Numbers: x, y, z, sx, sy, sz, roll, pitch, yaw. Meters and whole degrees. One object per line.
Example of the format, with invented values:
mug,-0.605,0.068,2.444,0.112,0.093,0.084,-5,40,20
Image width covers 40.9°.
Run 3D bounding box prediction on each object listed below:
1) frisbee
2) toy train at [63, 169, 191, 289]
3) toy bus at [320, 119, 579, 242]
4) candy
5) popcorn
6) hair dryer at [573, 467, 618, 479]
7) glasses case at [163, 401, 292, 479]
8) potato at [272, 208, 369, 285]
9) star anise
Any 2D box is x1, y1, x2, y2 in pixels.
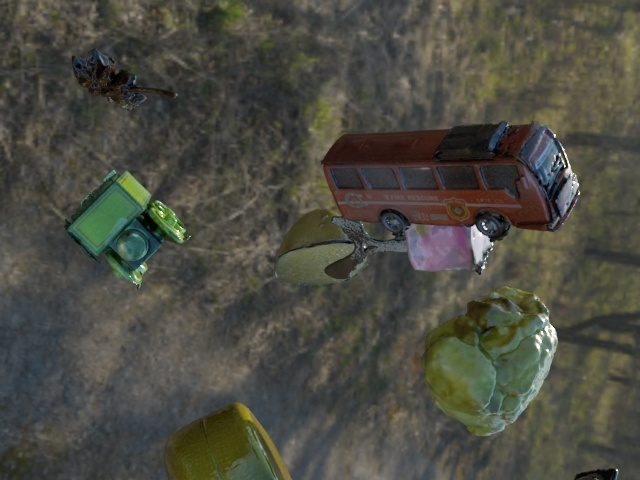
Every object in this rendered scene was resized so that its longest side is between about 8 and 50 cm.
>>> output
frisbee,0.078,-0.001,1.431,0.187,0.211,0.012,50,30,-50
toy train,-0.365,-0.029,1.629,0.159,0.188,0.272,-44,-169,1
toy bus,0.113,-0.056,0.793,0.073,0.234,0.096,-55,130,-34
candy,0.224,-0.071,1.361,0.265,0.115,0.156,-51,136,-53
popcorn,0.261,0.173,1.310,0.225,0.173,0.286,-52,157,-10
hair dryer,0.304,0.422,1.240,0.078,0.248,0.195,47,49,-11
glasses case,-0.125,0.339,1.219,0.173,0.141,0.371,62,-7,22
potato,0.000,0.000,1.647,0.202,0.182,0.117,110,-20,-62
star anise,-0.424,-0.332,1.782,0.177,0.234,0.073,35,64,-35
